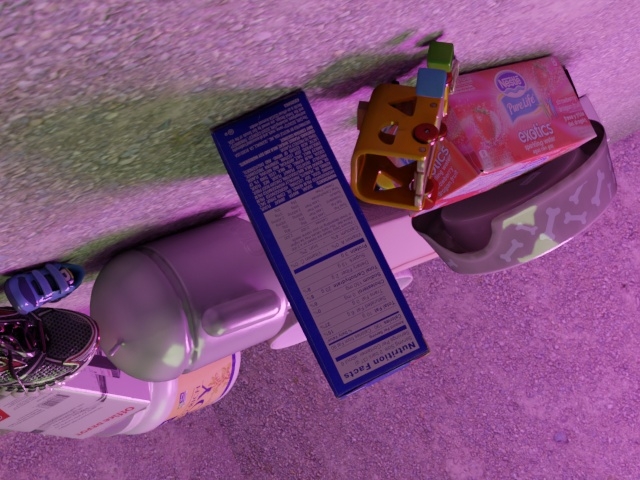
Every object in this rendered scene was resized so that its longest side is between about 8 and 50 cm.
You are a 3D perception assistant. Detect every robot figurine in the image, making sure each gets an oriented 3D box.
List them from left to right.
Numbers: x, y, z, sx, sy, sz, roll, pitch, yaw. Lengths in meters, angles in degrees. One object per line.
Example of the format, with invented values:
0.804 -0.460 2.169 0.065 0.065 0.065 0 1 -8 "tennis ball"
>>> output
-0.191 0.086 1.555 0.353 0.200 0.300 -21 -164 -36 "robot figurine"

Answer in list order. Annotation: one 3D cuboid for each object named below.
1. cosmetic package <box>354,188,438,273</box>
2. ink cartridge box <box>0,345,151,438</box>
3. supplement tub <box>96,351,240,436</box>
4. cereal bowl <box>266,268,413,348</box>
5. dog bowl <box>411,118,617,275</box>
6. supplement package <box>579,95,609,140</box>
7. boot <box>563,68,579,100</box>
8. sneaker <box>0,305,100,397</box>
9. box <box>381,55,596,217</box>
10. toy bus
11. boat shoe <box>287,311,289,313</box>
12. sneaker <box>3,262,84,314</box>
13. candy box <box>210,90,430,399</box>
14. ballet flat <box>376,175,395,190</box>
0.078 -0.006 1.929 0.160 0.113 0.309 15 -158 39 "cosmetic package"
-0.465 0.254 1.836 0.197 0.114 0.273 -29 149 29 "ink cartridge box"
-0.342 0.253 2.121 0.241 0.241 0.331 -29 173 29 "supplement tub"
0.016 0.092 2.179 0.339 0.141 0.339 -25 169 -5 "cereal bowl"
0.324 -0.067 1.719 0.349 0.102 0.349 -29 -164 9 "dog bowl"
0.473 -0.202 2.128 0.179 0.105 0.105 -25 173 -7 "supplement package"
0.366 -0.223 1.785 0.137 0.077 0.198 -22 161 11 "boot"
-0.419 0.138 1.333 0.299 0.121 0.112 -5 157 -37 "sneaker"
0.235 -0.153 1.490 0.300 0.142 0.154 -19 172 -44 "box"
0.094 -0.135 1.228 0.104 0.191 0.202 10 -176 9 "toy bus"
-0.121 0.113 1.872 0.113 0.105 0.306 -27 -159 15 "boat shoe"
-0.359 0.056 1.363 0.059 0.053 0.144 -26 -178 16 "sneaker"
0.004 0.017 1.216 0.122 0.317 0.268 -25 174 -1 "candy box"
0.184 -0.155 1.661 0.231 0.077 0.077 -25 153 -23 "ballet flat"
